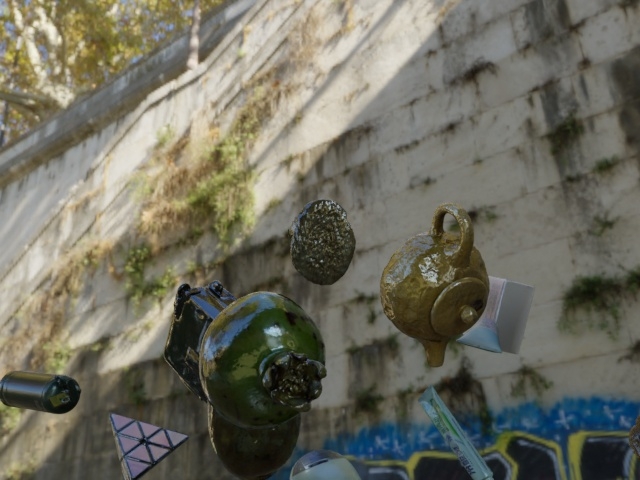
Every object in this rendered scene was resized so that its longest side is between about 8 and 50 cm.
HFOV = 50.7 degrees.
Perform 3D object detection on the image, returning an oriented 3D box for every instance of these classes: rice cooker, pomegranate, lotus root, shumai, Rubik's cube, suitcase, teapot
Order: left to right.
[{"bbox_3d":[-0.473,0.530,1.671,0.190,0.211,0.178,46,1,-10],"label":"Rubik's cube"},{"bbox_3d":[-0.340,0.340,2.162,0.188,0.345,0.339,-6,-57,-50],"label":"suitcase"},{"bbox_3d":[-0.185,0.570,1.929,0.267,0.260,0.149,-1,10,-25],"label":"lotus root"},{"bbox_3d":[-0.085,0.199,1.181,0.242,0.242,0.306,10,-27,-24],"label":"pomegranate"},{"bbox_3d":[0.000,0.000,1.676,0.161,0.210,0.153,-8,7,-6],"label":"shumai"},{"bbox_3d":[0.019,0.508,1.301,0.145,0.206,0.127,-15,-43,-18],"label":"rice cooker"},{"bbox_3d":[0.223,0.086,1.198,0.203,0.167,0.311,-6,-61,-28],"label":"teapot"}]

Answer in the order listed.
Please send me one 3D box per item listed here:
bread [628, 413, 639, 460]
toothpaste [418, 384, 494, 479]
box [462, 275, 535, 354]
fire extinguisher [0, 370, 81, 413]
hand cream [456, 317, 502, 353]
[{"bbox_3d":[0.770,0.417,1.423,0.109,0.192,0.210,22,-74,-27],"label":"bread"},{"bbox_3d":[0.347,0.504,1.708,0.048,0.297,0.075,-8,-41,-37],"label":"toothpaste"},{"bbox_3d":[0.524,0.213,2.023,0.106,0.203,0.251,15,-1,-5],"label":"box"},{"bbox_3d":[-0.687,0.373,1.678,0.311,0.095,0.114,-3,-61,37],"label":"fire extinguisher"},{"bbox_3d":[0.424,0.257,1.751,0.111,0.070,0.312,15,7,18],"label":"hand cream"}]
